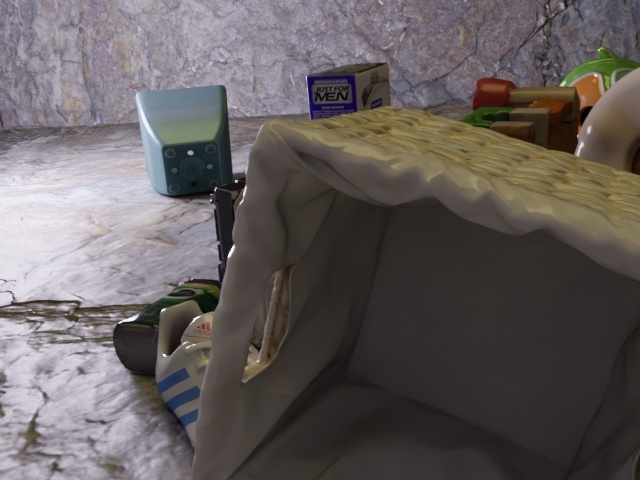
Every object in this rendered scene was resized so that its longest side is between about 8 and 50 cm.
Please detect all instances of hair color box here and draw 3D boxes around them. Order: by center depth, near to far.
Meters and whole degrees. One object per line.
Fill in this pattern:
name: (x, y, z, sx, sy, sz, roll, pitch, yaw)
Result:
hair color box: (0.067, -0.165, 1.474, 0.110, 0.338, 0.185, 4, 19, 23)

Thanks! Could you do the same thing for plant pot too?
plant pot: (-0.356, -0.249, 2.035, 0.247, 0.247, 0.252, -7, 33, -10)

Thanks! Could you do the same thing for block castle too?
block castle: (0.220, -0.050, 1.107, 0.213, 0.302, 0.453, 6, 25, 31)

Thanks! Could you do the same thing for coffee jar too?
coffee jar: (-0.200, 0.116, 1.073, 0.096, 0.079, 0.184, 1, 19, 26)

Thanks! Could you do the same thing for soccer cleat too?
soccer cleat: (-0.097, 0.161, 0.800, 0.116, 0.143, 0.331, -15, 21, -31)

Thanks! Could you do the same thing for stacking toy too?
stacking toy: (0.718, -0.105, 1.331, 0.480, 0.350, 0.351, 7, 10, -31)

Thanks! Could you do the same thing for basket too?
basket: (0.118, 0.086, 0.591, 0.331, 0.328, 0.266, 20, 22, 18)

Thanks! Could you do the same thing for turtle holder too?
turtle holder: (0.708, -0.275, 1.805, 0.243, 0.320, 0.227, -26, 36, 25)

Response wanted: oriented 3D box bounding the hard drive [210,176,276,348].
hard drive: (0.000, 0.000, 1.137, 0.339, 0.236, 0.064, -17, 21, -38)
